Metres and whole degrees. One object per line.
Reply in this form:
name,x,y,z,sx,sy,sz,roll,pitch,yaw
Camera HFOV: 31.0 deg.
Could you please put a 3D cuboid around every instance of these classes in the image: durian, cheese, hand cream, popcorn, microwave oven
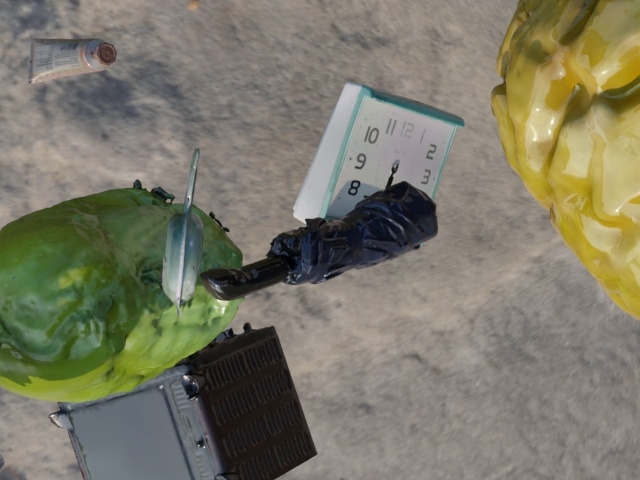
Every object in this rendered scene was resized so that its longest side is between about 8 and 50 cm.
durian,-0.213,0.046,1.101,0.255,0.339,0.204,-23,84,36
cheese,-0.096,-0.006,0.820,0.026,0.067,0.121,7,93,-9
hand cream,-0.352,-0.252,1.601,0.209,0.043,0.067,7,93,47
popcorn,0.336,-0.086,0.886,0.344,0.390,0.354,-39,51,50
microwave oven,-0.163,0.213,1.364,0.247,0.178,0.188,-17,93,36

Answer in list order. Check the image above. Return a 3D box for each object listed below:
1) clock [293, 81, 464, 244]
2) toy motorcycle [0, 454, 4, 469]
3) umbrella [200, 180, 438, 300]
clock,0.083,-0.117,1.794,0.116,0.262,0.231,25,101,37
toy motorcycle,-0.317,0.191,0.916,0.112,0.112,0.254,-36,84,16
umbrella,0.000,0.007,1.020,0.071,0.248,0.071,35,136,43
